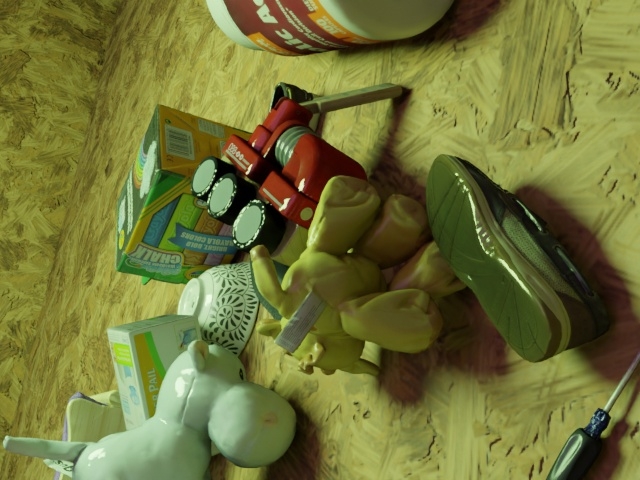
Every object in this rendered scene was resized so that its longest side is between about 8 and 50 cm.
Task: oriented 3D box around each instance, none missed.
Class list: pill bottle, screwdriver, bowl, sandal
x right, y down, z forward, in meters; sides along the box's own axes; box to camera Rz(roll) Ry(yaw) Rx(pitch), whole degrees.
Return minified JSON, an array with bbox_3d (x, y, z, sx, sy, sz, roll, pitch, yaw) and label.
[{"bbox_3d":[-0.007,-0.366,0.906,0.392,0.224,0.224,19,90,61],"label":"pill bottle"},{"bbox_3d":[0.206,0.108,0.476,0.170,0.025,0.024,-66,30,10],"label":"screwdriver"},{"bbox_3d":[-0.169,0.104,1.046,0.170,0.080,0.170,-35,45,44],"label":"bowl"},{"bbox_3d":[-0.049,0.054,0.898,0.254,0.054,0.097,-128,34,-56],"label":"sandal"}]

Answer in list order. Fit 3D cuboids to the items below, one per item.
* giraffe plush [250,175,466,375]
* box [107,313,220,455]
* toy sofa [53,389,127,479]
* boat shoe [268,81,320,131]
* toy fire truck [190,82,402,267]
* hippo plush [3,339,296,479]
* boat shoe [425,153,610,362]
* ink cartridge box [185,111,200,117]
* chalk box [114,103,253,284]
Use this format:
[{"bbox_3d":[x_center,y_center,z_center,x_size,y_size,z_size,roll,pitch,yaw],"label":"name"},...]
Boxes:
[{"bbox_3d":[0.023,0.067,0.672,0.181,0.210,0.170,47,153,17],"label":"giraffe plush"},{"bbox_3d":[-0.225,0.216,0.973,0.114,0.103,0.203,-7,94,57],"label":"box"},{"bbox_3d":[-0.378,0.435,1.103,0.150,0.177,0.363,-25,54,51],"label":"toy sofa"},{"bbox_3d":[-0.060,-0.124,1.007,0.081,0.068,0.228,-12,63,57],"label":"boat shoe"},{"bbox_3d":[-0.003,-0.100,0.793,0.246,0.158,0.217,-57,38,9],"label":"toy fire truck"},{"bbox_3d":[-0.157,0.256,0.833,0.294,0.234,0.237,29,69,20],"label":"hippo plush"},{"bbox_3d":[0.158,0.006,0.570,0.224,0.073,0.080,-113,26,-46],"label":"boat shoe"},{"bbox_3d":[-0.263,-0.136,1.340,0.191,0.082,0.140,-58,32,19],"label":"ink cartridge box"},{"bbox_3d":[-0.234,-0.044,1.130,0.289,0.179,0.180,-56,33,36],"label":"chalk box"}]
